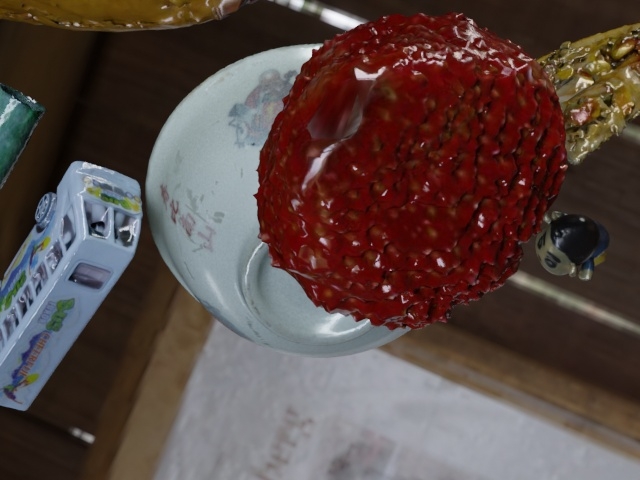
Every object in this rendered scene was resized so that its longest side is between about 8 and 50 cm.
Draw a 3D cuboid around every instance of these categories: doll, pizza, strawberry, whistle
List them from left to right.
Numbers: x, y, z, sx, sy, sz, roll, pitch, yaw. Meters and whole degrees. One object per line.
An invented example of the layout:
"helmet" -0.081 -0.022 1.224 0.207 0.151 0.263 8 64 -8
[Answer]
"whistle" -0.241 -0.015 1.007 0.186 0.039 0.039 -58 -11 7
"strawberry" 0.066 -0.048 1.191 0.258 0.261 0.261 -104 31 -70
"doll" 0.323 0.004 1.987 0.089 0.102 0.179 -31 -17 14
"pizza" 0.321 -0.193 1.902 0.287 0.251 0.074 -39 -69 -28

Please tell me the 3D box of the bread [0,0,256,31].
"bread" -0.122 -0.272 0.668 0.215 0.398 0.398 -73 -4 -48

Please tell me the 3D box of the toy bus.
"toy bus" -0.335 0.061 1.922 0.330 0.109 0.136 -53 32 29

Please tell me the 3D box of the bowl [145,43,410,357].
"bowl" 0.000 0.000 1.849 0.196 0.434 0.435 -92 15 -59
